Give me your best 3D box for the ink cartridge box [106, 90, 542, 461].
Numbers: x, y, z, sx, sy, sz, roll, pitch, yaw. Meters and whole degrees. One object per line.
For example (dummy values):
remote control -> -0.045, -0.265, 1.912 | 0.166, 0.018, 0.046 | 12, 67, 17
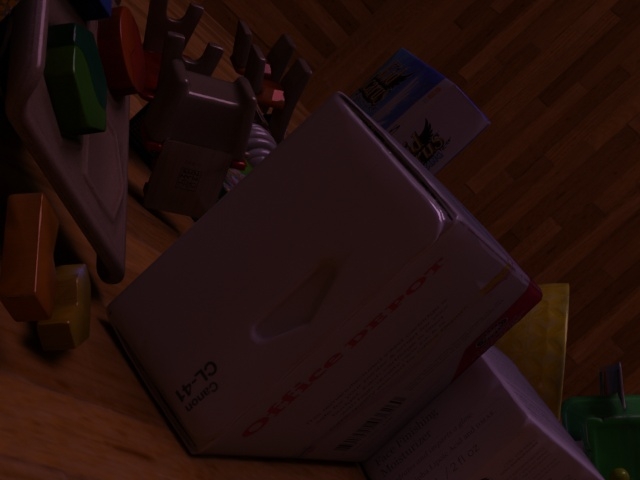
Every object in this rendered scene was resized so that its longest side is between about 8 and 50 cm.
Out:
ink cartridge box -> 0.024, 0.049, 0.753 | 0.131, 0.226, 0.306 | 51, 8, 25

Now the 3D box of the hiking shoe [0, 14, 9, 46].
hiking shoe -> -0.240, -0.197, 0.683 | 0.086, 0.114, 0.227 | 21, -20, -30

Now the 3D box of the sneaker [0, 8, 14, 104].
sneaker -> -0.289, -0.205, 0.837 | 0.146, 0.122, 0.330 | 16, 28, -39

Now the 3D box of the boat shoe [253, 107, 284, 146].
boat shoe -> -0.100, -0.210, 1.932 | 0.183, 0.066, 0.066 | 37, 13, -51

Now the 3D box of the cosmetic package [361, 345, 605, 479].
cosmetic package -> 0.131, 0.183, 0.924 | 0.151, 0.151, 0.183 | 40, 10, -38

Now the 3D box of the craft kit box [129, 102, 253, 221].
craft kit box -> -0.096, -0.040, 1.187 | 0.250, 0.061, 0.246 | 49, 6, 11

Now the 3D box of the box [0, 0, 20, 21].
box -> -0.316, -0.219, 0.463 | 0.290, 0.177, 0.279 | 38, 11, -48

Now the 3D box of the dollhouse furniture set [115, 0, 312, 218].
dollhouse furniture set -> -0.151, -0.150, 1.036 | 0.262, 0.135, 0.259 | 12, 28, -24

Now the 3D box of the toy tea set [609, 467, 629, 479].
toy tea set -> 0.326, 0.408, 1.020 | 0.200, 0.124, 0.336 | -43, 111, -49

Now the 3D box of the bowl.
bowl -> 0.249, 0.194, 1.358 | 0.156, 0.289, 0.289 | 5, -1, 13

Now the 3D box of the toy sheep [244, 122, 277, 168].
toy sheep -> -0.104, -0.126, 1.459 | 0.091, 0.091, 0.132 | 38, 26, -49

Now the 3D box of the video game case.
video game case -> 0.043, -0.091, 1.091 | 0.061, 0.244, 0.269 | 45, 8, -18

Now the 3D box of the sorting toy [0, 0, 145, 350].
sorting toy -> -0.144, -0.070, 0.623 | 0.229, 0.041, 0.307 | 85, 0, -61

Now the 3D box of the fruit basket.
fruit basket -> 0.408, 0.336, 1.398 | 0.353, 0.166, 0.327 | 58, 29, -81
